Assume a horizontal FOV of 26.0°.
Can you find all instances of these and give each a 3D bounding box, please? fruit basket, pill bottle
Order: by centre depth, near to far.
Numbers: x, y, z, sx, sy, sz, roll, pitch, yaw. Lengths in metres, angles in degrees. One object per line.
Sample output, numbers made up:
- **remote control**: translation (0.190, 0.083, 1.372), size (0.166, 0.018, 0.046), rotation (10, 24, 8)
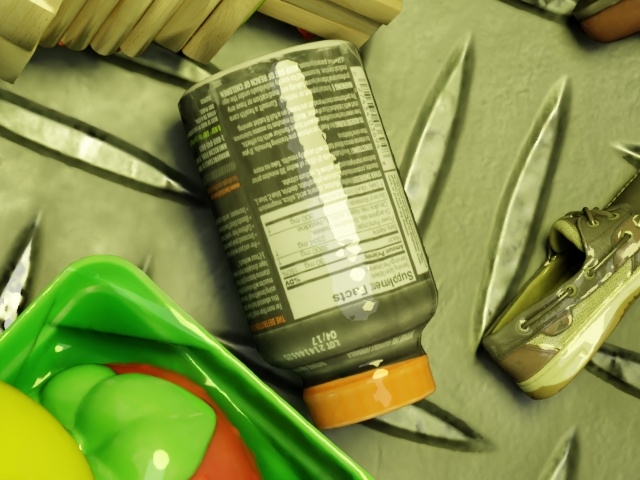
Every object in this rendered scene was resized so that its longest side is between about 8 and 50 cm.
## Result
- **fruit basket**: translation (-0.167, 0.186, 0.733), size (0.283, 0.392, 0.392), rotation (42, 74, 3)
- **pill bottle**: translation (0.000, 0.000, 0.933), size (0.130, 0.130, 0.245), rotation (-17, 89, -17)

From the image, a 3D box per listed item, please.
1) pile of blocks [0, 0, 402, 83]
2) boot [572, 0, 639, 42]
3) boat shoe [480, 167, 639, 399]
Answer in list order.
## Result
- **pile of blocks**: translation (-0.109, -0.185, 0.922), size (0.362, 0.112, 0.149), rotation (-8, 70, -36)
- **boot**: translation (0.342, -0.096, 1.085), size (0.264, 0.096, 0.280), rotation (-17, 95, -25)
- **boat shoe**: translation (0.201, 0.011, 1.016), size (0.073, 0.080, 0.223), rotation (39, 79, -14)
